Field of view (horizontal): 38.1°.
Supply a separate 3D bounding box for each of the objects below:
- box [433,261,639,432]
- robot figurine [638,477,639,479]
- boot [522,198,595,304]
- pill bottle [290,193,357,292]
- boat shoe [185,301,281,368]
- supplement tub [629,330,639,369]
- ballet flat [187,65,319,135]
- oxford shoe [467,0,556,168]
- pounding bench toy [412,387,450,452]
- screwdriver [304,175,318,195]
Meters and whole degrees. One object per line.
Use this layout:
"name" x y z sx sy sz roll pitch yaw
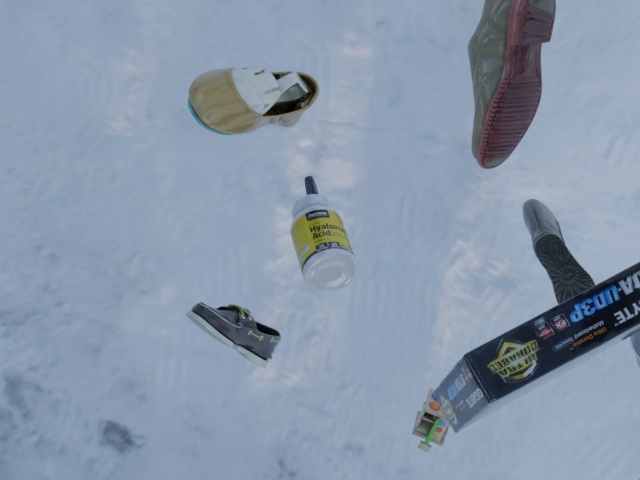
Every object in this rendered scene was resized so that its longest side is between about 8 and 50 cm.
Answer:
"box" 0.222 0.098 0.874 0.220 0.175 0.051 -26 73 -12
"robot figurine" 0.564 0.468 1.512 0.211 0.085 0.291 47 72 -20
"boot" 0.421 0.031 1.655 0.076 0.208 0.189 -25 101 8
"pill bottle" 0.000 0.000 1.087 0.065 0.116 0.065 -9 134 -10
"boat shoe" -0.139 0.141 1.522 0.081 0.228 0.068 32 83 34
"supplement tub" 0.680 0.147 1.728 0.191 0.272 0.191 -8 52 10
"ballet flat" -0.067 -0.165 1.022 0.073 0.232 0.080 -31 88 22
"oxford shoe" 0.330 -0.307 1.707 0.130 0.123 0.348 32 116 44
"pounding bench toy" 0.179 0.283 1.444 0.052 0.083 0.065 22 124 3
"screwdriver" -0.007 -0.057 1.832 0.024 0.025 0.170 -14 58 0
